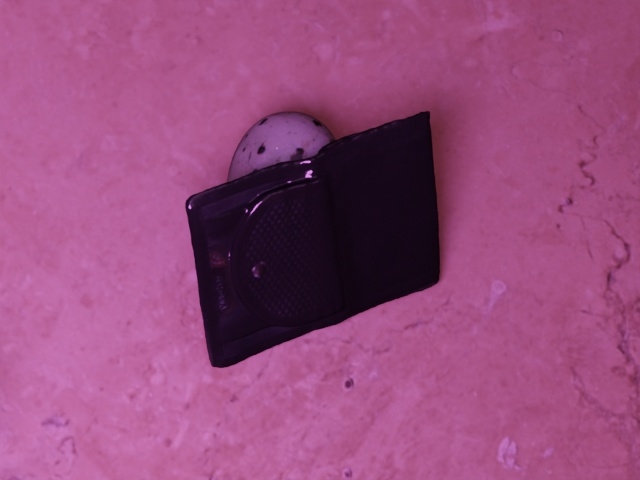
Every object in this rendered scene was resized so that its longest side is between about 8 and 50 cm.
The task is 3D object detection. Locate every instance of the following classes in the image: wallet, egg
[{"bbox_3d":[0.000,0.000,1.718,0.323,0.041,0.247,-21,125,-23],"label":"wallet"},{"bbox_3d":[-0.048,-0.076,1.754,0.131,0.131,0.164,35,88,-7],"label":"egg"}]
